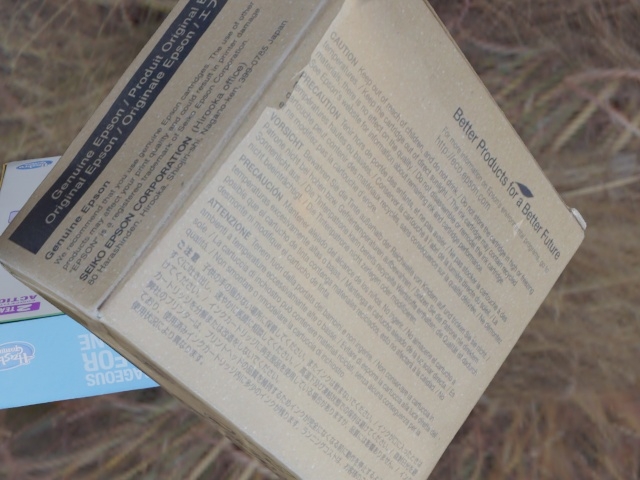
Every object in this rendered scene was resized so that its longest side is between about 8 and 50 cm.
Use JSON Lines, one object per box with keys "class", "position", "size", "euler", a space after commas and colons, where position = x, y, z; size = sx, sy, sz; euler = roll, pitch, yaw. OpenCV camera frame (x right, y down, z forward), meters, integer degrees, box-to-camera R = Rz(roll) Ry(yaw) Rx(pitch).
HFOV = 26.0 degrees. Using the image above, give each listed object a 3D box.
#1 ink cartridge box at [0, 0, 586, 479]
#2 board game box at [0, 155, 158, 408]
{"class": "ink cartridge box", "position": [0.000, 0.000, 0.631], "size": [0.193, 0.088, 0.234], "euler": [-55, 135, -12]}
{"class": "board game box", "position": [-0.130, 0.008, 1.048], "size": [0.242, 0.316, 0.064], "euler": [-7, 114, -3]}
